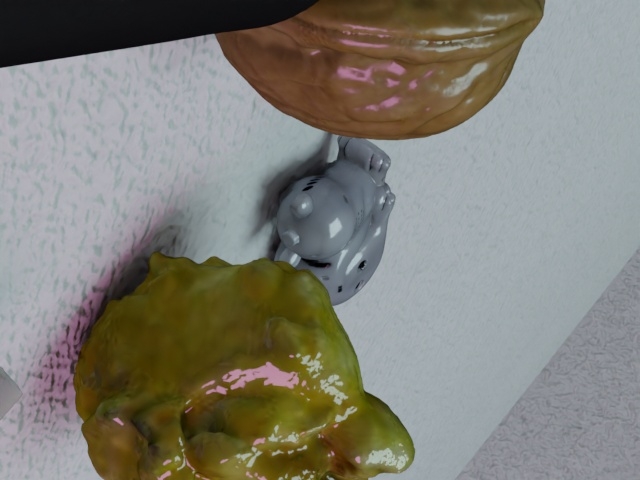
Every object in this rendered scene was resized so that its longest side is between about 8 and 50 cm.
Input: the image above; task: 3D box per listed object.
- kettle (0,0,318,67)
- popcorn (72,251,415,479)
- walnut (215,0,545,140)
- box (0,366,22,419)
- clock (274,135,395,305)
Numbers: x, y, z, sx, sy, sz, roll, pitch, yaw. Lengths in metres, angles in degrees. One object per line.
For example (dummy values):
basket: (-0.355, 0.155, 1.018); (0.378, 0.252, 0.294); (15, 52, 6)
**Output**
kettle: (-0.125, -0.187, 0.521); (0.308, 0.203, 0.262); (-24, 145, -50)
popcorn: (-0.058, 0.130, 1.055); (0.233, 0.266, 0.192); (-63, 172, -4)
walnut: (0.036, -0.172, 0.860); (0.228, 0.228, 0.228); (-46, 157, -25)
box: (-0.277, 0.088, 0.778); (0.155, 0.067, 0.243); (-48, 158, -16)
clock: (-0.001, 0.000, 1.237); (0.117, 0.080, 0.176); (-41, 154, -37)
